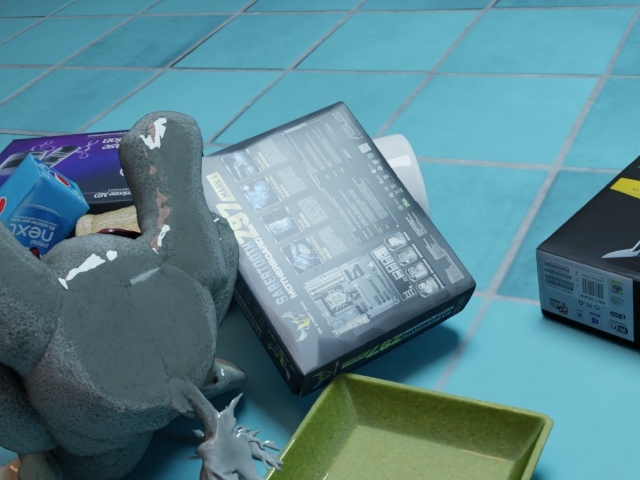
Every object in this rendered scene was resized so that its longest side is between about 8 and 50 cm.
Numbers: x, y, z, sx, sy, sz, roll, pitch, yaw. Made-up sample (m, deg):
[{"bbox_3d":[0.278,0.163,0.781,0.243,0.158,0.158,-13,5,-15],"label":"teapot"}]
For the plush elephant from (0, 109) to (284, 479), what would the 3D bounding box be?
[{"bbox_3d":[-0.188,0.094,0.737,0.272,0.330,0.255,-28,-5,-42],"label":"plush elephant"}]

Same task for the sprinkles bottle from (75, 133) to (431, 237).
[{"bbox_3d":[-0.068,-0.012,0.966,0.355,0.121,0.121,-14,32,-3],"label":"sprinkles bottle"}]

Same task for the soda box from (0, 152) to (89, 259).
[{"bbox_3d":[-0.343,0.015,0.983,0.210,0.067,0.071,-50,37,3],"label":"soda box"}]

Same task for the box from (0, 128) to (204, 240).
[{"bbox_3d":[-0.288,-0.051,1.130,0.261,0.103,0.184,-3,36,15],"label":"box"}]

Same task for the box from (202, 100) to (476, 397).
[{"bbox_3d":[0.000,0.000,0.839,0.183,0.059,0.233,-25,66,-22],"label":"box"}]

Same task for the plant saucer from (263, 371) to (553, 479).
[{"bbox_3d":[0.056,0.189,0.679,0.188,0.045,0.188,7,37,30],"label":"plant saucer"}]

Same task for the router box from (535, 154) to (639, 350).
[{"bbox_3d":[0.383,0.017,0.796,0.309,0.081,0.243,21,45,42],"label":"router box"}]
